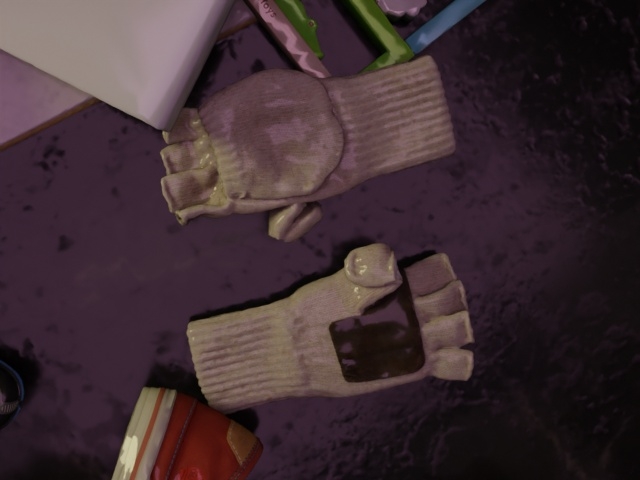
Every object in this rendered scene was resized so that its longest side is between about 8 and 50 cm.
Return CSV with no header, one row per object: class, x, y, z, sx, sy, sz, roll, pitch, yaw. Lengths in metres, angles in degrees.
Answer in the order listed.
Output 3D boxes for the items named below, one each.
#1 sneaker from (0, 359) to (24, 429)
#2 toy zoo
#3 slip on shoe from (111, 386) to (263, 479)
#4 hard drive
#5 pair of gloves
sneaker,-0.295,0.100,0.684,0.188,0.078,0.067,10,93,-6
toy zoo,0.067,-0.251,0.720,0.293,0.030,0.192,-39,96,-2
slip on shoe,-0.118,0.267,0.693,0.101,0.123,0.331,16,87,-6
hard drive,-0.117,-0.250,0.639,0.203,0.040,0.307,27,94,1
pair of gloves,0.000,0.000,0.707,0.204,0.042,0.240,-8,102,-4
